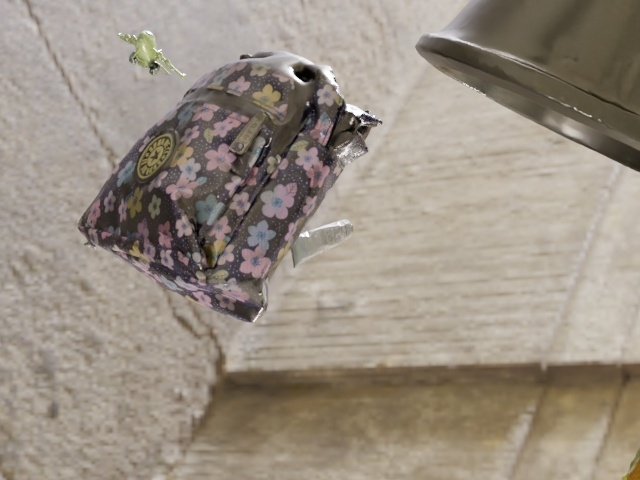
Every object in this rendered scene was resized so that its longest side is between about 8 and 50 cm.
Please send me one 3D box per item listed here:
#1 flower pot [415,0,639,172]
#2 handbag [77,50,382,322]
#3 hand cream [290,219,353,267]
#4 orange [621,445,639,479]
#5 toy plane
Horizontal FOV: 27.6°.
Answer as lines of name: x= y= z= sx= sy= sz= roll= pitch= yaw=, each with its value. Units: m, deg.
flower pot: x=0.219 y=-0.151 z=0.951 sx=0.269 sy=0.269 sz=0.166 roll=15 pitch=101 yaw=-56
handbag: x=-0.069 y=-0.052 z=1.019 sx=0.127 sy=0.228 sz=0.208 roll=38 pitch=77 yaw=-33
hand cream: x=0.000 y=0.000 z=1.297 sx=0.093 sy=0.019 sz=0.030 roll=-22 pitch=107 yaw=-42
orange: x=0.394 y=0.234 z=1.191 sx=0.237 sy=0.158 sz=0.179 roll=-4 pitch=91 yaw=-38
toy plane: x=-0.217 y=-0.235 z=1.631 sx=0.040 sy=0.102 sz=0.111 roll=-61 pitch=174 yaw=-4
